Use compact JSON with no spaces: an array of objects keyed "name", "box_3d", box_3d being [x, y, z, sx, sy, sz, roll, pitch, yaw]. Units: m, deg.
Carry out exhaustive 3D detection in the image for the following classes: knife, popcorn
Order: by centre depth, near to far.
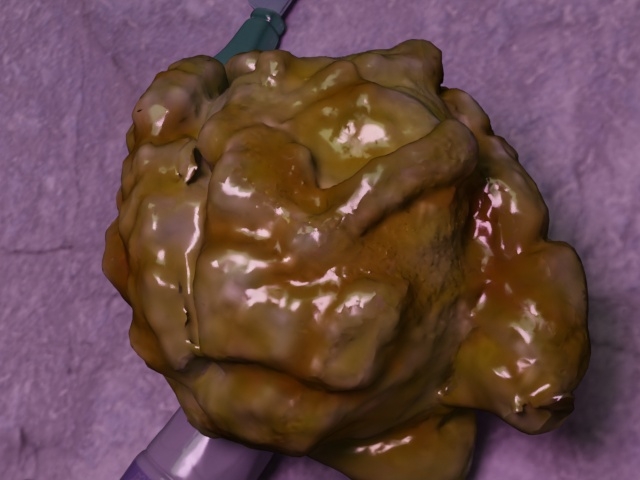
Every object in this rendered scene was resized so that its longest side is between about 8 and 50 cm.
[{"name":"popcorn","box_3d":[0.002,0.006,0.906,0.335,0.279,0.274,-110,36,-53]},{"name":"knife","box_3d":[-0.041,-0.215,1.222,0.063,0.035,0.260,10,60,38]}]

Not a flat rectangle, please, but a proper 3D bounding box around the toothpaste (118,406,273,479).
[{"name":"toothpaste","box_3d":[-0.175,0.276,0.961,0.125,0.080,0.371,34,85,36]}]
